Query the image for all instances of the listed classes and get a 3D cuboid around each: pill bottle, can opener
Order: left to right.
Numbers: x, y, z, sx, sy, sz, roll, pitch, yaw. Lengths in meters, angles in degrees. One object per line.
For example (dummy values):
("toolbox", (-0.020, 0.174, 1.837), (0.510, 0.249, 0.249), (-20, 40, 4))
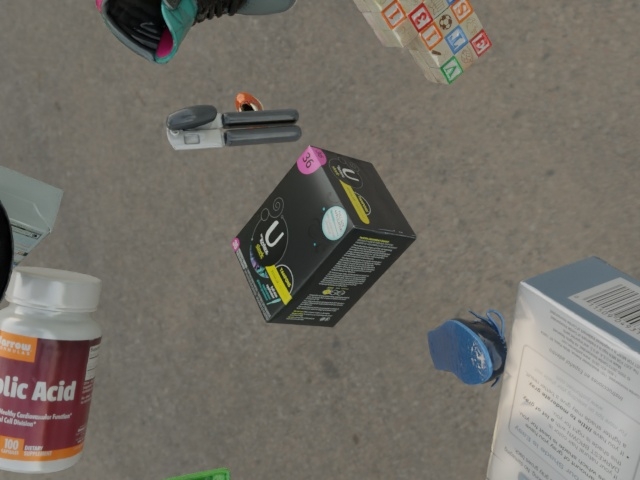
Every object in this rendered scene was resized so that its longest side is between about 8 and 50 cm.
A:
("pill bottle", (-0.584, 0.262, 1.621), (0.224, 0.224, 0.392), (10, 91, 41))
("can opener", (-0.173, -0.235, 1.577), (0.095, 0.283, 0.076), (140, 122, -71))

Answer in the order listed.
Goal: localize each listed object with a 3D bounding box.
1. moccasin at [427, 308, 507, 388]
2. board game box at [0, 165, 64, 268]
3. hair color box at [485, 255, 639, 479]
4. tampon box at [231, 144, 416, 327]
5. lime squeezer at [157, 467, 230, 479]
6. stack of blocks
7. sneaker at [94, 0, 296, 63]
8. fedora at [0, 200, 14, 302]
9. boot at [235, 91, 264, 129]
("moccasin", (0.291, 0.187, 1.443), (0.342, 0.116, 0.138), (174, 85, -83))
("board game box", (-0.626, -0.036, 1.370), (0.303, 0.224, 0.098), (-29, 46, 45))
("hair color box", (0.276, 0.227, 0.773), (0.185, 0.113, 0.375), (37, 133, 48))
("tampon box", (0.000, 0.000, 0.850), (0.161, 0.101, 0.120), (-50, 51, 29))
("lime squeezer", (-0.170, 0.166, 0.417), (0.110, 0.310, 0.059), (-16, 86, 22))
("stack of blocks", (0.193, -0.455, 1.534), (0.297, 0.171, 0.087), (51, 172, -28))
("sneaker", (-0.173, -0.322, 1.058), (0.124, 0.295, 0.178), (107, 165, -53))
("fedora", (-0.591, 0.010, 1.027), (0.152, 0.334, 0.334), (148, 107, -72))
("boot", (-0.162, -0.299, 1.749), (0.059, 0.085, 0.158), (-32, 53, 2))
